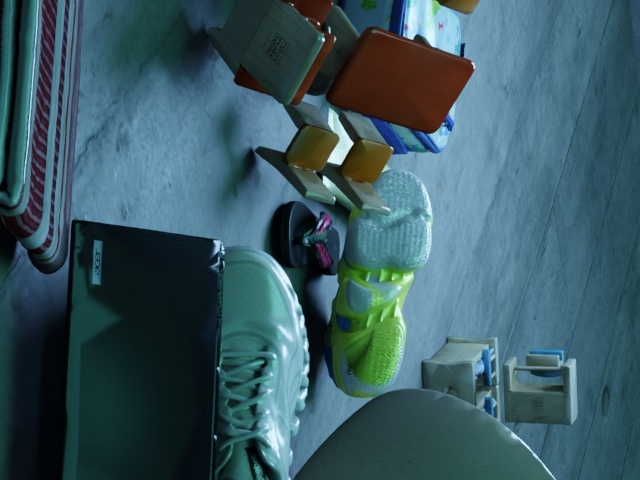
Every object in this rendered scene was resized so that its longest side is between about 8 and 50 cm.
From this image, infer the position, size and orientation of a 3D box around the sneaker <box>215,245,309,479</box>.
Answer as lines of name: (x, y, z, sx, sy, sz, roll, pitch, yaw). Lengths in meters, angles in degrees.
sneaker: (-0.062, 0.150, 1.638, 0.118, 0.110, 0.292, 147, -58, -87)

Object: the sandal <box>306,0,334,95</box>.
sandal: (-0.035, -0.208, 1.817, 0.060, 0.090, 0.219, -51, 150, -28)

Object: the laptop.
laptop: (-0.149, 0.113, 1.514, 0.264, 0.136, 0.234, 164, -70, -75)

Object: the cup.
cup: (0.059, 0.335, 1.797, 0.237, 0.331, 0.331, -28, 120, -40)

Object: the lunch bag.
lunch bag: (0.088, -0.195, 2.134, 0.219, 0.090, 0.176, 43, 53, -63)

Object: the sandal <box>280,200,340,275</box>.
sandal: (0.000, 0.000, 1.953, 0.179, 0.040, 0.067, 22, 71, -70)

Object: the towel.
towel: (-0.184, -0.112, 1.255, 0.329, 0.037, 0.237, 115, -22, -82)

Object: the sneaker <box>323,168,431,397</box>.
sneaker: (0.045, 0.047, 2.004, 0.126, 0.091, 0.240, 147, -41, -70)

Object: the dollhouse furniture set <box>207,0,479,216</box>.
dollhouse furniture set: (0.037, -0.155, 1.752, 0.259, 0.135, 0.262, 12, 115, -43)

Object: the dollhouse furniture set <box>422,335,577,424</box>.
dollhouse furniture set: (0.234, 0.199, 2.416, 0.129, 0.183, 0.129, -33, 121, -68)

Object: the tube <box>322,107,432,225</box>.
tube: (0.051, -0.058, 2.088, 0.070, 0.062, 0.240, 51, 7, 29)
